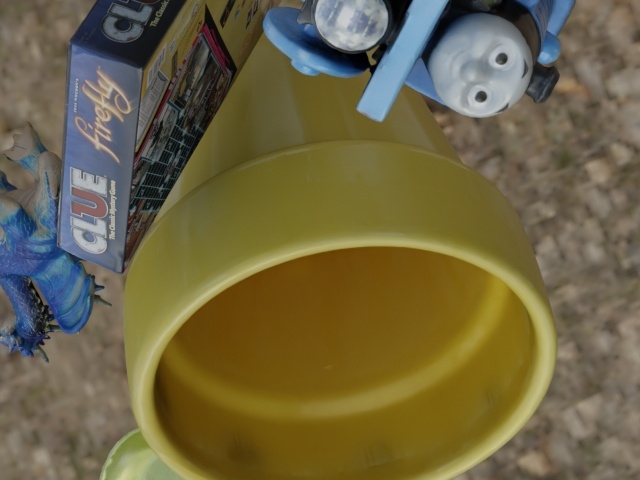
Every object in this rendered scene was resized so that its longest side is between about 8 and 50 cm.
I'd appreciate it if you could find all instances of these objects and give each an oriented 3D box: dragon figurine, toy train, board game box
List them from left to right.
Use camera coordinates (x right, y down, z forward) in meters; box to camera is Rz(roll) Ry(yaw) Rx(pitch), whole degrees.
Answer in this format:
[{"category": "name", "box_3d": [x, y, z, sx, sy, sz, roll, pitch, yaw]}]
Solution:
[{"category": "dragon figurine", "box_3d": [-0.174, 0.003, 1.291, 0.144, 0.085, 0.289, 39, 151, -16]}, {"category": "board game box", "box_3d": [-0.073, -0.122, 1.062, 0.042, 0.243, 0.165, 21, 140, 7]}, {"category": "toy train", "box_3d": [0.046, -0.100, 0.736, 0.105, 0.184, 0.080, 26, 115, -1]}]

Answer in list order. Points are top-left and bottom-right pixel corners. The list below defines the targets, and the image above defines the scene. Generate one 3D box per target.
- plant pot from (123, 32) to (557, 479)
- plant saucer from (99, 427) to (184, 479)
[{"category": "plant pot", "box_3d": [0.000, 0.000, 1.196, 0.254, 0.254, 0.239, 112, 157, -43]}, {"category": "plant saucer", "box_3d": [-0.088, 0.255, 1.524, 0.241, 0.037, 0.241, 18, 117, 41]}]
